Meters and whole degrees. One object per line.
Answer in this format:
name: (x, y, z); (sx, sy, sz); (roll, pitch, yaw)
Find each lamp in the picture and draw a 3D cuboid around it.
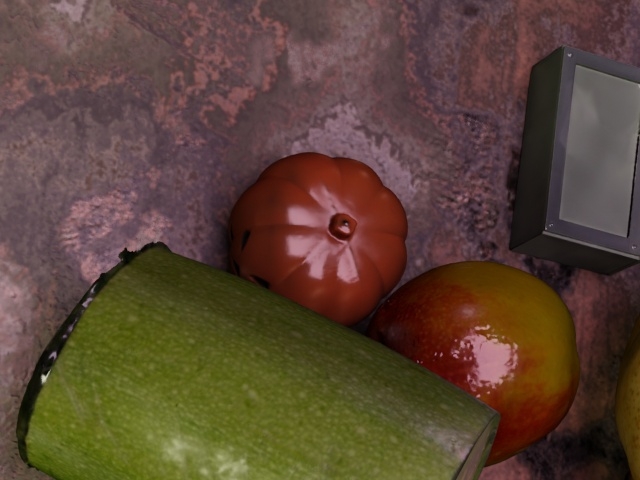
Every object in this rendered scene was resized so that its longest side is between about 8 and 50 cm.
lamp: (0.000, 0.000, 1.935); (0.188, 0.164, 0.187); (4, 78, -19)

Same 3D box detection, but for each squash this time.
squash: (-0.054, 0.184, 1.752); (0.384, 0.263, 0.263); (26, 67, 12)

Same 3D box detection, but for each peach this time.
peach: (0.151, 0.128, 1.927); (0.231, 0.231, 0.231); (5, 75, -20)

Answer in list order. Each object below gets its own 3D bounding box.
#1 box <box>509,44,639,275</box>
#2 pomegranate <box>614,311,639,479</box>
box: (0.300, -0.090, 2.114); (0.129, 0.086, 0.225); (14, 72, -18)
pomegranate: (0.483, 0.194, 1.957); (0.417, 0.417, 0.416); (5, 75, -20)
